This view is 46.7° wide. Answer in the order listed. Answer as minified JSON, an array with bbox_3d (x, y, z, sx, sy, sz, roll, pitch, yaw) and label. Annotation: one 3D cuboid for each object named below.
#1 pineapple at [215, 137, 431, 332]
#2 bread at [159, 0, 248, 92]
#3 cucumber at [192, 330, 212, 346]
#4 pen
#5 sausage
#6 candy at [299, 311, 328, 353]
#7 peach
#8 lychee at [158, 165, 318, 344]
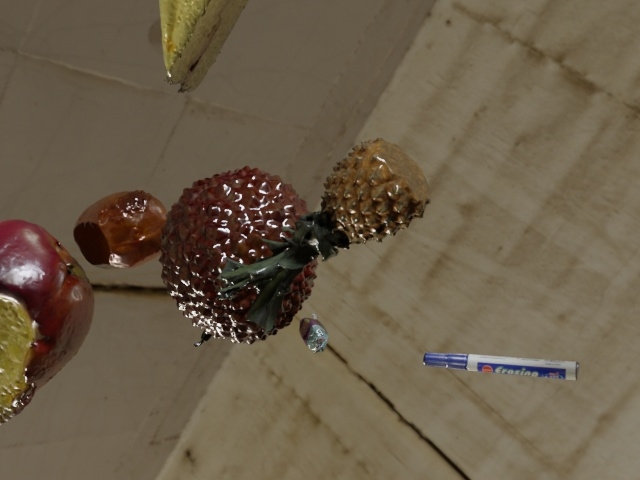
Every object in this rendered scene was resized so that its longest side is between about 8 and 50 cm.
[{"bbox_3d":[0.000,0.000,0.887,0.277,0.130,0.119,-38,-44,26],"label":"pineapple"},{"bbox_3d":[-0.149,-0.417,1.248,0.345,0.242,0.404,-79,-10,-65],"label":"bread"},{"bbox_3d":[-0.215,0.161,1.579,0.043,0.039,0.163,28,-89,-41],"label":"cucumber"},{"bbox_3d":[0.240,0.168,0.995,0.025,0.204,0.025,1,-90,-70],"label":"pen"},{"bbox_3d":[-0.402,-0.019,1.499,0.141,0.153,0.268,-23,8,-33],"label":"sausage"},{"bbox_3d":[-0.011,0.150,1.209,0.175,0.043,0.045,-150,81,-82],"label":"candy"},{"bbox_3d":[-0.667,0.170,1.506,0.416,0.339,0.353,-43,8,-8],"label":"peach"},{"bbox_3d":[-0.124,0.016,1.171,0.265,0.300,0.264,-6,-41,-5],"label":"lychee"}]
